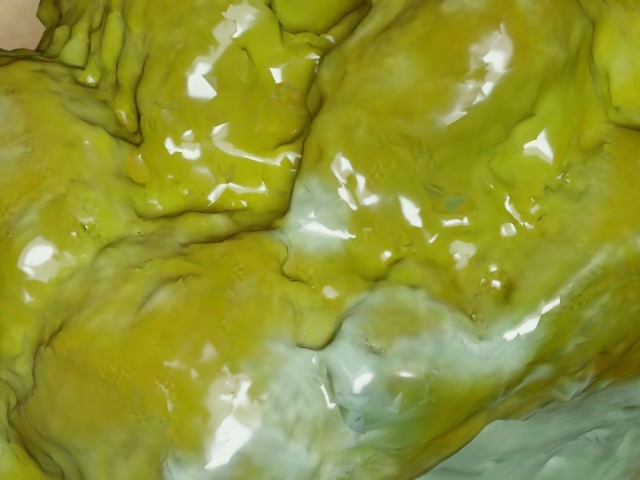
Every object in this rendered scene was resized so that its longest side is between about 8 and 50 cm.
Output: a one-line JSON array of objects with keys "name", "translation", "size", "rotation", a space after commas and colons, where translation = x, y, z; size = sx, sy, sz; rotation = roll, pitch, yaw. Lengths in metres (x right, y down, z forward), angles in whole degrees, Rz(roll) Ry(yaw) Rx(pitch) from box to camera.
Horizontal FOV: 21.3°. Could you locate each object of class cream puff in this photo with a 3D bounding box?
[{"name": "cream puff", "translation": [0.000, 0.000, 0.709], "size": [0.378, 0.378, 0.275], "rotation": [-30, 60, -5]}]
